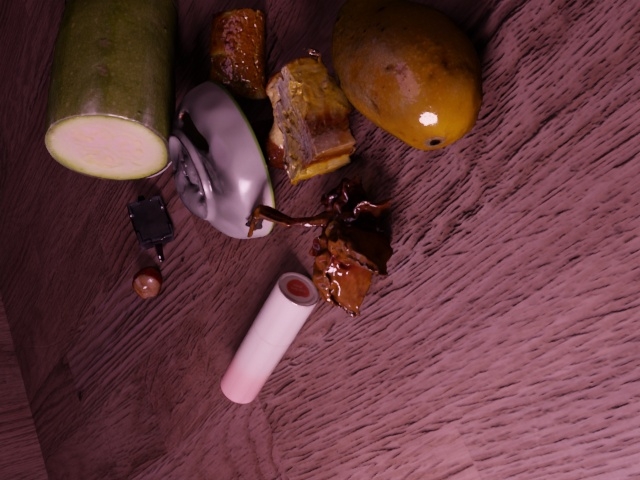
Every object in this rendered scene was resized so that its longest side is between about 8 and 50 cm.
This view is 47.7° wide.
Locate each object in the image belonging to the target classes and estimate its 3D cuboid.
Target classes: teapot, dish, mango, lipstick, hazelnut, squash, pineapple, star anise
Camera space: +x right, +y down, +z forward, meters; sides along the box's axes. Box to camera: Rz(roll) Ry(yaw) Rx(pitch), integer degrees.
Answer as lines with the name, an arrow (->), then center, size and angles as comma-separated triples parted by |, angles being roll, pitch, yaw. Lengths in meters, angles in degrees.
teapot -> -0.421, -0.031, 1.796 | 0.096, 0.087, 0.177 | 110, 138, -61
dish -> -0.218, -0.138, 1.411 | 0.324, 0.124, 0.324 | 49, 153, 36
mango -> 0.108, -0.262, 1.070 | 0.176, 0.175, 0.329 | -43, 52, -5
lipstick -> -0.107, 0.201, 1.443 | 0.087, 0.087, 0.327 | 56, 133, 29
hazelnut -> -0.441, 0.106, 1.843 | 0.086, 0.086, 0.086 | 9, 102, 49
squash -> -0.438, -0.349, 1.546 | 0.263, 0.263, 0.384 | -34, 51, 47
pineapple -> -0.009, -0.187, 1.186 | 0.186, 0.114, 0.236 | 54, 162, 44
star anise -> 0.005, -0.002, 1.239 | 0.346, 0.148, 0.237 | 17, 106, 37

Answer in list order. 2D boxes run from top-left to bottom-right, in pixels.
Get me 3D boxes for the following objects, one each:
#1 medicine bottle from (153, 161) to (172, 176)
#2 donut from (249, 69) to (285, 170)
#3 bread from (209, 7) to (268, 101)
medicine bottle -> -0.467, -0.269, 1.763 | 0.252, 0.144, 0.144 | 43, 126, 35
donut -> -0.071, -0.212, 1.344 | 0.141, 0.085, 0.217 | 56, 133, 29
bread -> -0.162, -0.359, 1.417 | 0.132, 0.103, 0.172 | 8, 100, 48
